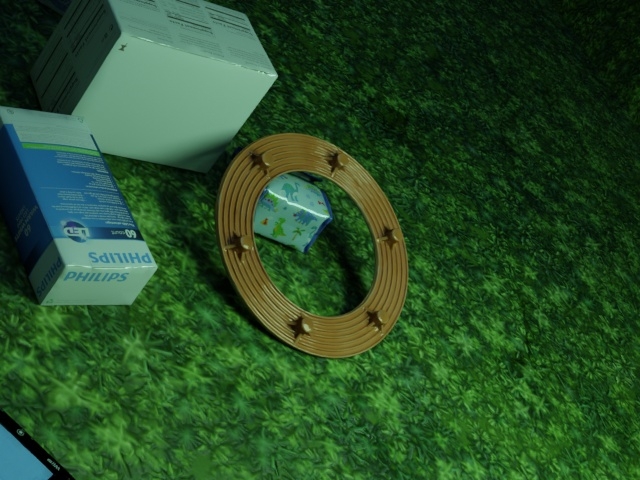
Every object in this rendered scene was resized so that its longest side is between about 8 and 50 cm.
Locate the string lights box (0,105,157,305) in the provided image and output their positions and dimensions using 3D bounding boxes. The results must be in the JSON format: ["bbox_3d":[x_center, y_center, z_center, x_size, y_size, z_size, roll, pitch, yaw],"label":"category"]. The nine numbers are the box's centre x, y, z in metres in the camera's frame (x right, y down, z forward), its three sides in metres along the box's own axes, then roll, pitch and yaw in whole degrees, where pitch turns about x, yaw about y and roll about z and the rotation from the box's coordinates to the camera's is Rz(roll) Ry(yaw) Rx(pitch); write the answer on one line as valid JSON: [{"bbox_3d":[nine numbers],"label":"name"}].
[{"bbox_3d":[-0.316,-0.044,1.419,0.133,0.077,0.260,3,47,-45],"label":"string lights box"}]

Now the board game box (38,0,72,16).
[{"bbox_3d":[-0.343,-0.450,1.891,0.318,0.066,0.318,31,37,-16],"label":"board game box"}]

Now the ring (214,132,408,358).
[{"bbox_3d":[0.000,0.000,1.630,0.336,0.032,0.337,16,62,-34],"label":"ring"}]

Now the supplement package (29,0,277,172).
[{"bbox_3d":[-0.235,-0.231,1.619,0.261,0.204,0.145,10,42,-41],"label":"supplement package"}]

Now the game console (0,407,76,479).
[{"bbox_3d":[-0.373,0.150,1.145,0.361,0.044,0.213,43,31,3],"label":"game console"}]

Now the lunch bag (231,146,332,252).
[{"bbox_3d":[-0.064,-0.072,1.719,0.128,0.096,0.151,24,26,-29],"label":"lunch bag"}]
